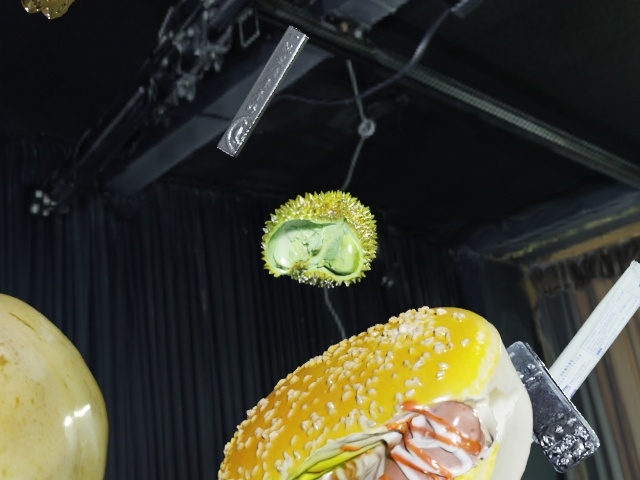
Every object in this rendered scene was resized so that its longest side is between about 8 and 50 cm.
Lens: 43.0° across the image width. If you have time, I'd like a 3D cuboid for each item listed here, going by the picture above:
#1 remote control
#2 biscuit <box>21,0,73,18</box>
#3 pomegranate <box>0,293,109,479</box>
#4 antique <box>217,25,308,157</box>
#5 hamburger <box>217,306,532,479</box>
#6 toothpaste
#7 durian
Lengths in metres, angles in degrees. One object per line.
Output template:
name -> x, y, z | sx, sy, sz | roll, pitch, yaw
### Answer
remote control -> 0.161, 0.121, 0.593 | 0.039, 0.096, 0.014 | -36, -28, 6
biscuit -> -0.466, -0.475, 1.413 | 0.036, 0.166, 0.225 | 36, -11, 8
pomegranate -> -0.339, 0.167, 0.681 | 0.319, 0.319, 0.319 | -6, -21, -2
antique -> -0.076, -0.200, 1.086 | 0.031, 0.192, 0.015 | 30, -2, 16
hamburger -> 0.028, 0.125, 0.501 | 0.210, 0.173, 0.116 | -36, -66, 25
toothpaste -> 0.256, 0.117, 0.802 | 0.052, 0.033, 0.218 | 26, -77, -36
durian -> 0.004, 0.000, 1.648 | 0.236, 0.200, 0.176 | -4, 8, 16
